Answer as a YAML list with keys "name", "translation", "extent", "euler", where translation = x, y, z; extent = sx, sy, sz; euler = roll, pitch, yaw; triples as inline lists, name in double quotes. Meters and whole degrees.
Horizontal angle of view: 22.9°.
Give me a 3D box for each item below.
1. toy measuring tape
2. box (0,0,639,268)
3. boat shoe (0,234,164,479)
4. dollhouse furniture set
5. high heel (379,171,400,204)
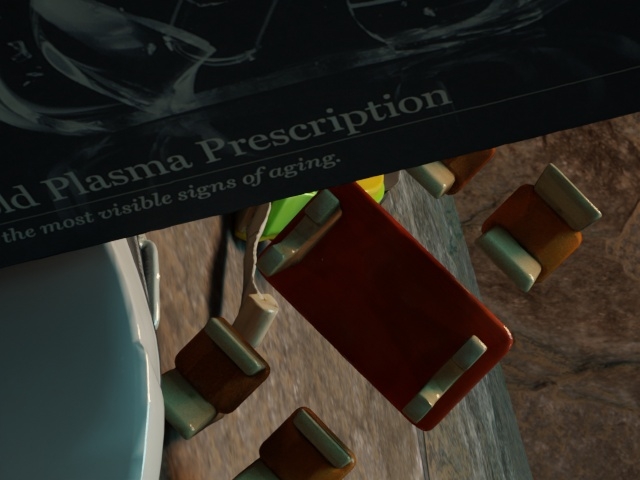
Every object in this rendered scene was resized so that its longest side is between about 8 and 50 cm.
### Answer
- name: "toy measuring tape"
  translation: [-0.006, -0.015, 1.248]
  extent: [0.330, 0.121, 0.121]
  euler: [-89, 162, -57]
- name: "box"
  translation: [-0.063, -0.167, 0.515]
  extent: [0.312, 0.343, 0.179]
  euler: [63, 17, -51]
- name: "boat shoe"
  translation: [-0.114, 0.036, 0.665]
  extent: [0.102, 0.108, 0.301]
  euler: [59, 13, -55]
- name: "dollhouse furniture set"
  translation: [0.000, 0.000, 0.965]
  extent: [0.259, 0.262, 0.135]
  euler: [45, 6, 6]
- name: "high heel"
  translation: [0.006, -0.156, 1.709]
  extent: [0.186, 0.093, 0.261]
  euler: [140, -73, -80]
